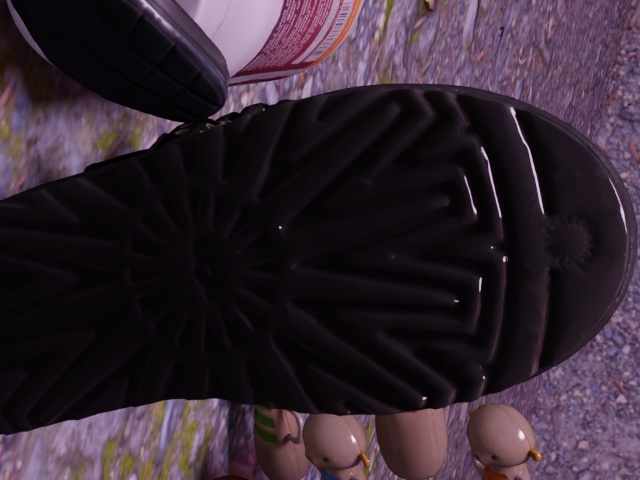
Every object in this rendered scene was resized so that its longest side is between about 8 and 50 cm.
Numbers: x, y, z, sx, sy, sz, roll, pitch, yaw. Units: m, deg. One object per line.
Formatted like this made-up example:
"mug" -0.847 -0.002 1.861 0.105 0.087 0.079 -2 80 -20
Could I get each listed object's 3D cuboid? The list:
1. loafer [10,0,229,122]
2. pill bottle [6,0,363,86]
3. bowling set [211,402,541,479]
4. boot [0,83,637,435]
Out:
"loafer" -0.101 -0.115 0.780 0.170 0.062 0.061 40 43 -24
"pill bottle" -0.062 -0.134 0.926 0.221 0.121 0.121 -22 124 -71
"bowling set" 0.005 0.129 1.281 0.200 0.287 0.154 -28 132 -24
"boot" -0.002 -0.004 0.882 0.260 0.348 0.131 -18 102 -66
